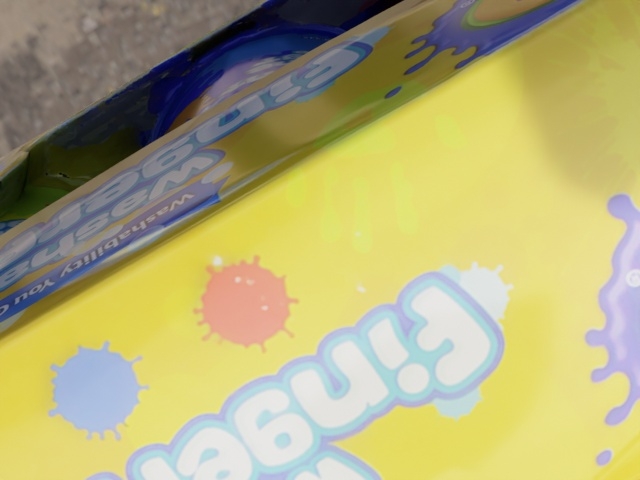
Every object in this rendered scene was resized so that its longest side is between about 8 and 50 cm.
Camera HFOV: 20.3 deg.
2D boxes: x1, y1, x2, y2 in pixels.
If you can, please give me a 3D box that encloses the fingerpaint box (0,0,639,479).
[{"bbox_3d":[0.000,0.000,0.730,0.445,0.371,0.163,-30,105,5],"label":"fingerpaint box"}]
